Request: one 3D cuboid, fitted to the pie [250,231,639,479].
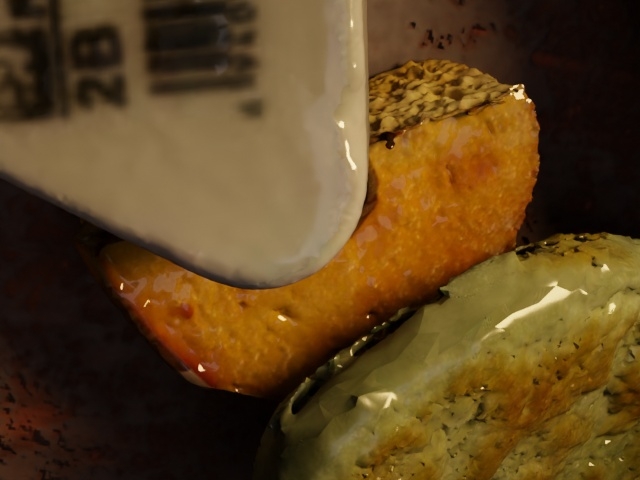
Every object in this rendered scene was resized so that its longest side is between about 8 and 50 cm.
[{"bbox_3d":[0.114,0.124,1.127,0.296,0.078,0.371,-50,141,13],"label":"pie"}]

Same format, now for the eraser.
[{"bbox_3d":[-0.080,-0.121,0.904,0.331,0.150,0.331,0,103,0],"label":"eraser"}]

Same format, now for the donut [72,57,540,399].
[{"bbox_3d":[-0.004,0.005,1.079,0.259,0.101,0.152,-19,119,-11],"label":"donut"}]
